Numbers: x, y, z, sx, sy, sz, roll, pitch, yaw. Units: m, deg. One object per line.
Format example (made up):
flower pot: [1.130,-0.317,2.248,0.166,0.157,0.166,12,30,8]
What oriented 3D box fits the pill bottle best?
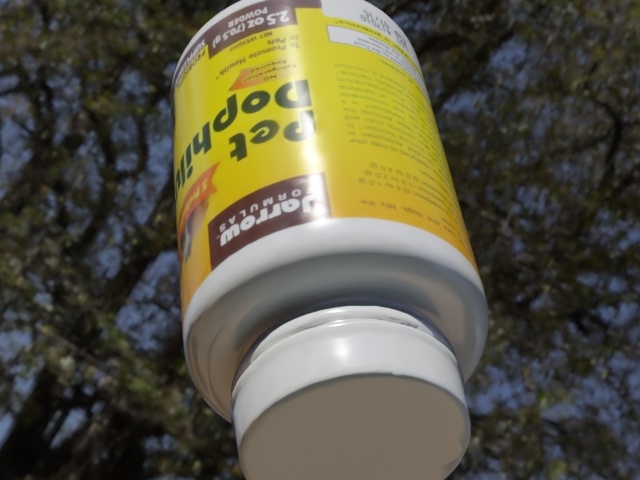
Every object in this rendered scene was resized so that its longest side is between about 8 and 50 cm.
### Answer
pill bottle: [0.000,0.000,0.547,0.117,0.215,0.117,-5,-46,-5]
